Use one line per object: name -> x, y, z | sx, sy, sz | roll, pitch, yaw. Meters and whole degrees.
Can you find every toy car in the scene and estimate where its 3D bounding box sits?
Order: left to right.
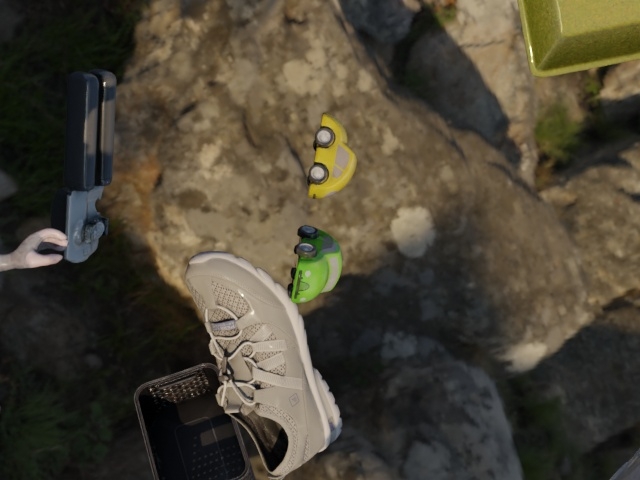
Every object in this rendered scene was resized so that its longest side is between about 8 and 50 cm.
toy car -> 0.000, 0.000, 1.056 | 0.225, 0.053, 0.239 | -84, -176, -62

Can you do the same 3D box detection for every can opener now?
can opener -> -0.336, -0.099, 1.320 | 0.074, 0.093, 0.280 | -32, 138, -61

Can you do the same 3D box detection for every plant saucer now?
plant saucer -> 0.248, -0.241, 0.759 | 0.045, 0.188, 0.188 | -45, 124, -61

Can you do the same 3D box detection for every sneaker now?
sneaker -> -0.072, 0.140, 1.056 | 0.115, 0.105, 0.281 | -44, 110, -43

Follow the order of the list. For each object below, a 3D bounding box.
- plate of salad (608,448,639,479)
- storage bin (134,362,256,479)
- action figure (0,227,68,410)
plate of salad -> 0.378, 0.263, 1.079 | 0.048, 0.200, 0.200 | 45, 15, 16
storage bin -> -0.167, 0.271, 1.278 | 0.084, 0.122, 0.180 | 84, -14, -55
action figure -> -0.379, 0.098, 0.795 | 0.248, 0.276, 0.370 | -76, -178, -46
